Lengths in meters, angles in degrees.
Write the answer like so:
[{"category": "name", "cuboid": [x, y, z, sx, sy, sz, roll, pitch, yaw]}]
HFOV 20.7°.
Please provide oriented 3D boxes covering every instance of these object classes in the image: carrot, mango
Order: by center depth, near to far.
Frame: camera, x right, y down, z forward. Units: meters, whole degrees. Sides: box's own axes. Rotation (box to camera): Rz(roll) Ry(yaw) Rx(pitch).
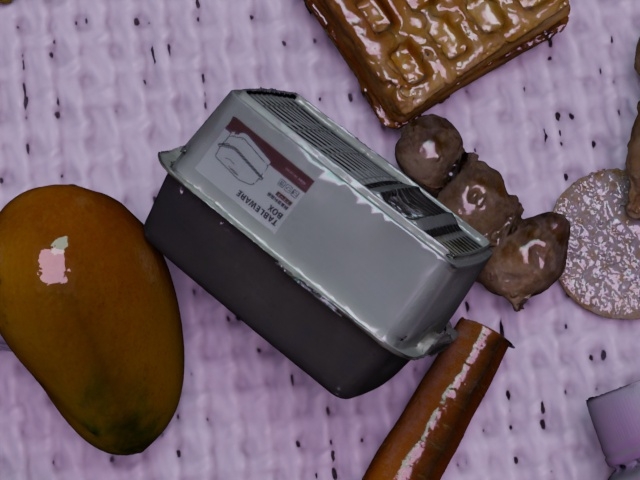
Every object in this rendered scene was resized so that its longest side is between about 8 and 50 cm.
[{"category": "mango", "cuboid": [-0.201, 0.062, 1.558, 0.175, 0.139, 0.254, -56, 132, -41]}, {"category": "carrot", "cuboid": [0.099, 0.179, 1.612, 0.067, 0.067, 0.225, 31, 76, 2]}]

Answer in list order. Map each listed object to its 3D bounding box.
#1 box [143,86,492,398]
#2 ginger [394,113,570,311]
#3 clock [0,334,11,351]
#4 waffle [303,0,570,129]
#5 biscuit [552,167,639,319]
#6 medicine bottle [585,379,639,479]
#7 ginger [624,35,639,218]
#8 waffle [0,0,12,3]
[{"category": "box", "cuboid": [0.000, 0.000, 1.555, 0.290, 0.220, 0.166, 39, 104, 11]}, {"category": "ginger", "cuboid": [0.147, -0.032, 1.648, 0.204, 0.080, 0.104, 45, 100, 4]}, {"category": "clock", "cuboid": [-0.346, 0.029, 1.603, 0.176, 0.080, 0.117, 11, 79, -3]}, {"category": "waffle", "cuboid": [0.072, -0.292, 1.691, 0.224, 0.098, 0.328, -31, 82, -7]}, {"category": "biscuit", "cuboid": [0.288, 0.003, 1.684, 0.152, 0.020, 0.152, 1, 77, -4]}, {"category": "medicine bottle", "cuboid": [0.342, 0.241, 1.573, 0.152, 0.152, 0.254, -18, 81, -7]}, {"category": "ginger", "cuboid": [0.364, -0.146, 1.647, 0.270, 0.123, 0.219, -43, 40, 5]}, {"category": "waffle", "cuboid": [-0.309, -0.315, 1.696, 0.191, 0.038, 0.191, 1, 78, -3]}]
